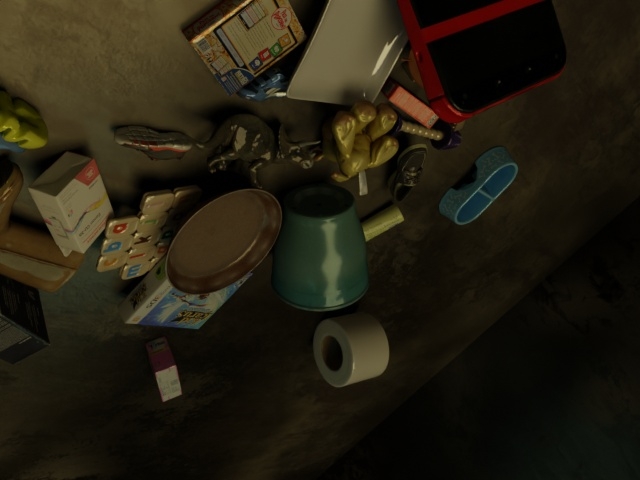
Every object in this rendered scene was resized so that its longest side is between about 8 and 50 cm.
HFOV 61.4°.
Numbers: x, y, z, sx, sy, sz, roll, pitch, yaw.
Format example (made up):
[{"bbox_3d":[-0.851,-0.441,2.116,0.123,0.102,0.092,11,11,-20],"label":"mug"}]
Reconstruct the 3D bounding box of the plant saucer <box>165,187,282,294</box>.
[{"bbox_3d":[-0.229,-0.004,1.258,0.310,0.050,0.311,-32,149,-22],"label":"plant saucer"}]

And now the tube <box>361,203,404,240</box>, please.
[{"bbox_3d":[0.138,-0.030,1.655,0.240,0.062,0.070,-31,102,3],"label":"tube"}]

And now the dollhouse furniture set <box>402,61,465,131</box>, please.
[{"bbox_3d":[0.279,-0.353,1.330,0.123,0.144,0.151,-22,158,-9],"label":"dollhouse furniture set"}]

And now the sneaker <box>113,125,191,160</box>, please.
[{"bbox_3d":[-0.338,-0.183,1.082,0.158,0.061,0.065,2,138,-40],"label":"sneaker"}]

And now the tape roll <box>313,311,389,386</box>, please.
[{"bbox_3d":[0.107,0.395,1.963,0.169,0.246,0.246,-6,136,-35],"label":"tape roll"}]

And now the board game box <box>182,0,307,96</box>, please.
[{"bbox_3d":[-0.137,-0.385,1.015,0.193,0.045,0.147,-36,145,1],"label":"board game box"}]

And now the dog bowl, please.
[{"bbox_3d":[0.525,-0.171,1.781,0.166,0.074,0.297,17,121,-49],"label":"dog bowl"}]

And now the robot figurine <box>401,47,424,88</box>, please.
[{"bbox_3d":[0.285,-0.404,1.186,0.219,0.128,0.158,-28,106,-27],"label":"robot figurine"}]

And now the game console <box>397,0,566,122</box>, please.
[{"bbox_3d":[0.339,-0.453,1.117,0.386,0.342,0.060,-27,-170,-24],"label":"game console"}]

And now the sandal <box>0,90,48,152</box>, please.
[{"bbox_3d":[-0.582,-0.203,0.810,0.138,0.126,0.317,-36,144,9],"label":"sandal"}]

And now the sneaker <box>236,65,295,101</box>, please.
[{"bbox_3d":[-0.109,-0.324,1.106,0.144,0.053,0.059,-22,145,-32],"label":"sneaker"}]

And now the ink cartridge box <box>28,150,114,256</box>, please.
[{"bbox_3d":[-0.475,-0.059,1.059,0.198,0.067,0.115,93,18,-49],"label":"ink cartridge box"}]

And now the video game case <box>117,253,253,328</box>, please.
[{"bbox_3d":[-0.345,0.129,1.416,0.244,0.061,0.269,-44,151,15],"label":"video game case"}]

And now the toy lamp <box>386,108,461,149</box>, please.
[{"bbox_3d":[0.276,-0.289,1.435,0.274,0.080,0.080,1,132,-41],"label":"toy lamp"}]

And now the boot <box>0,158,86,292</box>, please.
[{"bbox_3d":[-0.577,-0.019,1.066,0.236,0.089,0.269,-39,148,8],"label":"boot"}]

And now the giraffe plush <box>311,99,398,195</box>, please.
[{"bbox_3d":[0.067,-0.232,1.271,0.181,0.170,0.210,-1,113,-28],"label":"giraffe plush"}]

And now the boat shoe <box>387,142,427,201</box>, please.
[{"bbox_3d":[0.246,-0.182,1.491,0.080,0.073,0.223,-5,156,-15],"label":"boat shoe"}]

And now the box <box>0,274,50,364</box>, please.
[{"bbox_3d":[-0.663,0.150,1.125,0.093,0.156,0.158,-30,145,-5],"label":"box"}]

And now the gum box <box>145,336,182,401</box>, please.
[{"bbox_3d":[-0.466,0.388,1.608,0.062,0.107,0.188,-18,142,-22],"label":"gum box"}]

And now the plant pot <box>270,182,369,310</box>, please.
[{"bbox_3d":[0.000,0.000,1.415,0.271,0.271,0.255,-17,127,-24],"label":"plant pot"}]

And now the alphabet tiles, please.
[{"bbox_3d":[-0.369,-0.016,1.235,0.278,0.021,0.284,-18,151,-44],"label":"alphabet tiles"}]

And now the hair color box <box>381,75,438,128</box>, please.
[{"bbox_3d":[0.216,-0.333,1.305,0.141,0.072,0.043,26,115,-31],"label":"hair color box"}]

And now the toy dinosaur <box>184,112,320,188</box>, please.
[{"bbox_3d":[-0.163,-0.212,1.167,0.313,0.121,0.160,17,109,-43],"label":"toy dinosaur"}]

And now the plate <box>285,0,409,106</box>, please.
[{"bbox_3d":[0.072,-0.415,1.125,0.277,0.045,0.278,-7,137,-45],"label":"plate"}]
